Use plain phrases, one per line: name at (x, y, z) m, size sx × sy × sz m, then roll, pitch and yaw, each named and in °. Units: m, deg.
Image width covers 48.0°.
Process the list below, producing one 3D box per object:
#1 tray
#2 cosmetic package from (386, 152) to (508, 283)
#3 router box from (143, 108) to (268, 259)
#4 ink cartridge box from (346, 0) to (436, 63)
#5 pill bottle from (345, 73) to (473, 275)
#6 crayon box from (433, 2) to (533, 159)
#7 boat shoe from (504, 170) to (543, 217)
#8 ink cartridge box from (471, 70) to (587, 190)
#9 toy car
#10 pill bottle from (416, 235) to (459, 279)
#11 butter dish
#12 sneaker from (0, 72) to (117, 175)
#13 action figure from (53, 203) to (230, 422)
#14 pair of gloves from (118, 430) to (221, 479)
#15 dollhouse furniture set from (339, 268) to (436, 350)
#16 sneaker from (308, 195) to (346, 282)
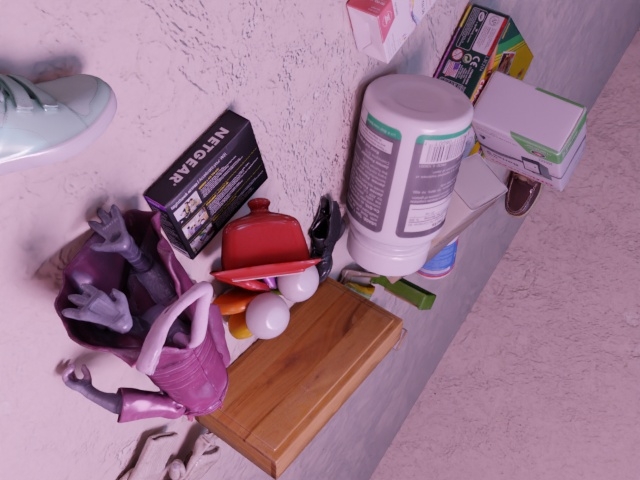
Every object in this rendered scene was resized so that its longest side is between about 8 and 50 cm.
tray at (-0.033, 0.251, 1.423) m, size 0.411 × 0.203 × 0.076 m, roll -41°, pitch 149°, yaw -37°
cosmetic package at (0.253, -0.045, 1.614) m, size 0.160 × 0.113 × 0.309 m, roll -27°, pitch 166°, yaw -41°
router box at (-0.156, -0.078, 1.022) m, size 0.179 × 0.046 × 0.133 m, roll -50°, pitch 153°, yaw -22°
ink cartridge box at (0.133, -0.411, 1.196) m, size 0.198 × 0.067 × 0.115 m, roll -54°, pitch 154°, yaw -15°
pill bottle at (0.158, -0.119, 1.396) m, size 0.204 × 0.204 × 0.361 m, roll -36°, pitch 146°, yaw -43°
crayon box at (0.347, -0.316, 1.665) m, size 0.313 × 0.106 × 0.363 m, roll 5°, pitch 112°, yaw -64°
boat shoe at (0.694, -0.246, 2.414) m, size 0.123 × 0.123 × 0.342 m, roll 9°, pitch 104°, yaw -56°
ink cartridge box at (0.468, -0.234, 1.602) m, size 0.121 × 0.211 × 0.289 m, roll -61°, pitch 157°, yaw -1°
toy car at (-0.107, 0.069, 1.193) m, size 0.182 × 0.159 × 0.136 m, roll -50°, pitch 117°, yaw -22°
pill bottle at (0.301, -0.008, 1.885) m, size 0.124 × 0.124 × 0.221 m, roll -47°, pitch 153°, yaw -29°
butter dish at (-0.085, -0.004, 1.060) m, size 0.160 × 0.160 × 0.118 m, roll 174°, pitch -90°, yaw -85°
sneaker at (-0.288, -0.143, 0.641) m, size 0.256 × 0.094 × 0.151 m, roll -36°, pitch 143°, yaw -45°
action figure at (-0.183, 0.130, 0.953) m, size 0.248 × 0.276 × 0.370 m, roll -54°, pitch 142°, yaw -30°
pair of gloves at (-0.279, 0.438, 1.319) m, size 0.204 × 0.042 × 0.240 m, roll -56°, pitch 153°, yaw 4°
dollhouse furniture set at (0.132, 0.184, 1.733) m, size 0.197 × 0.151 × 0.301 m, roll -64°, pitch 155°, yaw 8°
sneaker at (0.002, 0.001, 1.414) m, size 0.089 × 0.051 × 0.170 m, roll 12°, pitch 101°, yaw -65°
